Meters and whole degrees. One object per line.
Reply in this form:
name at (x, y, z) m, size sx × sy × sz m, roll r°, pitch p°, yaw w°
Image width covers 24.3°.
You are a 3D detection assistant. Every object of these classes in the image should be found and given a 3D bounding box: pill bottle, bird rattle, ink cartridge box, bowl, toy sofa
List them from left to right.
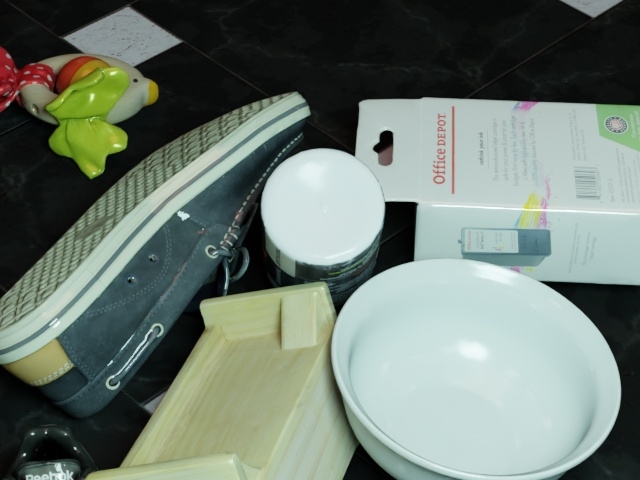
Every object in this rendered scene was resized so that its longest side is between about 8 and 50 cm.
bird rattle at (-0.333, -0.187, 1.943) m, size 0.254 × 0.143 × 0.207 m, roll 19°, pitch 32°, yaw 36°
toy sofa at (-0.077, 0.200, 1.442) m, size 0.150 × 0.177 × 0.362 m, roll -10°, pitch 23°, yaw 19°
pill bottle at (0.000, 0.000, 1.624) m, size 0.131 × 0.245 × 0.130 m, roll 0°, pitch 72°, yaw -1°
bowl at (0.146, 0.166, 1.525) m, size 0.298 × 0.134 × 0.297 m, roll 7°, pitch 43°, yaw -6°
ink cartridge box at (0.216, -0.061, 1.753) m, size 0.354 × 0.119 × 0.207 m, roll 3°, pitch 42°, yaw 3°

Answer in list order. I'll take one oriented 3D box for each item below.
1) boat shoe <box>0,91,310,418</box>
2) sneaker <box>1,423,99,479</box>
boat shoe at (-0.167, 0.004, 1.670) m, size 0.187 × 0.156 × 0.500 m, roll -12°, pitch 30°, yaw 48°
sneaker at (-0.250, 0.280, 1.377) m, size 0.098 × 0.135 × 0.276 m, roll -4°, pitch 38°, yaw -7°
